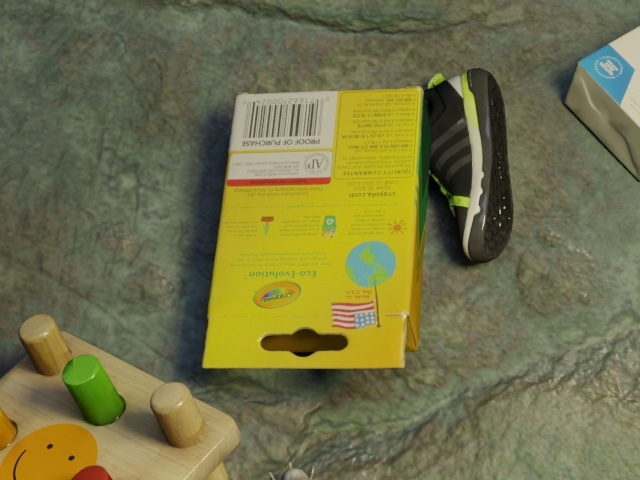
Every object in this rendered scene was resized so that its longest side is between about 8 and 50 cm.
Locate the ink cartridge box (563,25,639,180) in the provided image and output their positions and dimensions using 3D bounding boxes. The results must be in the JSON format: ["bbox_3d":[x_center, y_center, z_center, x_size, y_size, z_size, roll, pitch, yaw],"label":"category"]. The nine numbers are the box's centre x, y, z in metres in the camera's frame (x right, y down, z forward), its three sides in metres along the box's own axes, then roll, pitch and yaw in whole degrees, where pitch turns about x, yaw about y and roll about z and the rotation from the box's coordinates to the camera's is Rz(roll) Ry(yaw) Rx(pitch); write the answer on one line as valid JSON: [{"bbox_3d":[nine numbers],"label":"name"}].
[{"bbox_3d":[0.401,-0.180,1.800,0.231,0.078,0.134,-31,66,-22],"label":"ink cartridge box"}]

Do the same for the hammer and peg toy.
[{"bbox_3d":[-0.202,0.225,1.403,0.361,0.127,0.266,23,57,38],"label":"hammer and peg toy"}]

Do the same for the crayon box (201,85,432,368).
[{"bbox_3d":[0.000,0.000,1.628,0.202,0.081,0.318,0,59,12],"label":"crayon box"}]

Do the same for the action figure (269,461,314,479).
[{"bbox_3d":[0.004,0.323,1.456,0.185,0.099,0.285,-15,57,-5],"label":"action figure"}]

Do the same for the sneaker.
[{"bbox_3d":[0.145,-0.075,1.731,0.097,0.084,0.234,-11,57,22],"label":"sneaker"}]
